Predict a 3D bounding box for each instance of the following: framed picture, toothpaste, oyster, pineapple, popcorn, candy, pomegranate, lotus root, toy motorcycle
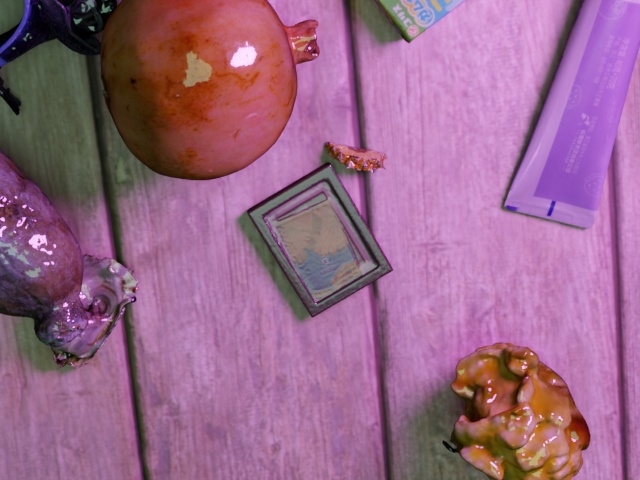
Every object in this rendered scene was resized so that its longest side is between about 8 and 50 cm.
[{"bbox_3d":[0.000,0.000,1.877,0.128,0.023,0.168,-30,104,3],"label":"framed picture"},{"bbox_3d":[0.347,-0.196,1.836,0.125,0.080,0.371,12,107,-8],"label":"toothpaste"},{"bbox_3d":[-0.315,0.093,1.860,0.108,0.053,0.165,27,93,-29],"label":"oyster"},{"bbox_3d":[0.048,-0.107,1.846,0.083,0.045,0.019,12,114,-11],"label":"pineapple"},{"bbox_3d":[0.248,0.234,1.853,0.169,0.218,0.189,-39,143,9],"label":"popcorn"},{"bbox_3d":[0.158,-0.344,1.789,0.194,0.062,0.097,-37,104,6],"label":"candy"},{"bbox_3d":[-0.128,-0.205,1.709,0.271,0.229,0.252,-16,125,-8],"label":"pomegranate"},{"bbox_3d":[-0.411,-0.015,1.762,0.349,0.175,0.175,42,97,-3],"label":"lotus root"},{"bbox_3d":[-0.424,-0.316,1.724,0.358,0.125,0.212,39,106,-10],"label":"toy motorcycle"}]
